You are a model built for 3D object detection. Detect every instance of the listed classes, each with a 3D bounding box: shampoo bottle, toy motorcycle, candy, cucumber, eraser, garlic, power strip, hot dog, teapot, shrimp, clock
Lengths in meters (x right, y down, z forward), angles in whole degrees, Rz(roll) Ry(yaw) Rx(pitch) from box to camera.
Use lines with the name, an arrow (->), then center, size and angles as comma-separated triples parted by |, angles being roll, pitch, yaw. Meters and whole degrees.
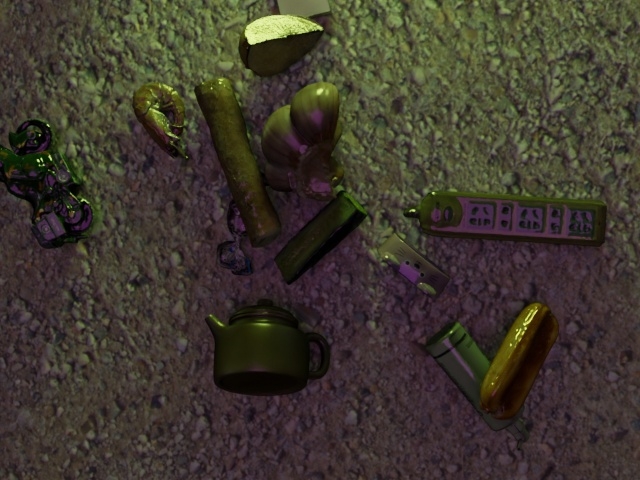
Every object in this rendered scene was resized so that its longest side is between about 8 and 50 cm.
shampoo bottle -> 0.318, 0.285, 1.261 | 0.085, 0.085, 0.262 | -39, 88, 6
toy motorcycle -> -0.589, -0.102, 1.321 | 0.187, 0.125, 0.274 | -29, 89, -3
candy -> -0.155, -0.040, 1.316 | 0.094, 0.051, 0.226 | 10, 94, -3
cucumber -> 0.001, 0.000, 1.299 | 0.211, 0.062, 0.078 | -46, 54, 11
eraser -> -0.043, -0.518, 1.295 | 0.104, 0.023, 0.150 | -13, 91, 7
garlic -> -0.036, -0.190, 1.220 | 0.160, 0.191, 0.214 | -8, 121, 1
power strip -> 0.356, -0.044, 1.255 | 0.388, 0.066, 0.092 | 3, 90, 6
hot dog -> 0.373, 0.223, 1.218 | 0.100, 0.068, 0.249 | 50, 64, -25
teapot -> -0.101, 0.202, 1.266 | 0.268, 0.185, 0.175 | 14, 62, -24
shrimp -> -0.319, -0.245, 1.332 | 0.099, 0.041, 0.180 | -30, 88, -9
clock -> 0.183, 0.050, 1.253 | 0.153, 0.110, 0.050 | 39, 99, 2

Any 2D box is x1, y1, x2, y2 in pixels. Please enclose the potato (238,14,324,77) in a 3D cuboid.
potato -> -0.093, -0.397, 1.283 | 0.172, 0.100, 0.089 | -24, 64, -24

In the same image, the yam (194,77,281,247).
yam -> -0.159, -0.157, 1.265 | 0.081, 0.081, 0.356 | -23, 79, 6
